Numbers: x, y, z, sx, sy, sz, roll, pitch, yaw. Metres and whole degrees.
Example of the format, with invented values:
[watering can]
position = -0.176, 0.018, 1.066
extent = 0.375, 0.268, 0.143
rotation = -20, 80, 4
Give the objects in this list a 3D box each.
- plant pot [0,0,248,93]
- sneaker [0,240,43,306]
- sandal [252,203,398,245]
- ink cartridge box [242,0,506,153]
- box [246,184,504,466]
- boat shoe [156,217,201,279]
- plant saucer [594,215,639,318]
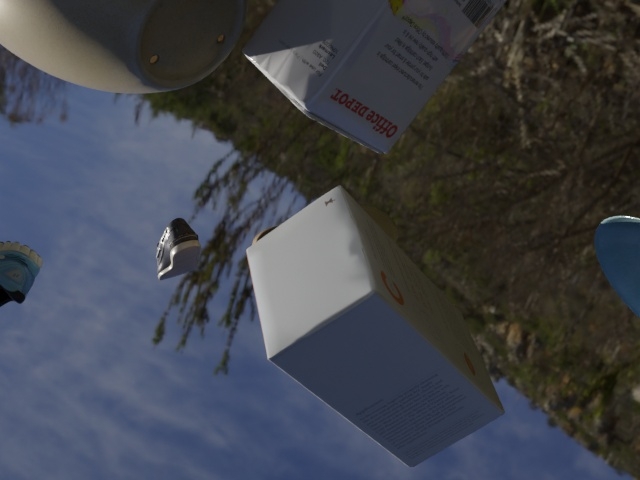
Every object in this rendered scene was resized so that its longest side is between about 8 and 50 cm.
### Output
[plant pot]
position = -0.181, -0.255, 0.871
extent = 0.284, 0.284, 0.191
rotation = -12, -131, -48
[sneaker]
position = -0.378, 0.049, 0.944
extent = 0.162, 0.063, 0.073
rotation = -10, -126, 15
[sandal]
position = -0.001, -0.007, 1.424
extent = 0.240, 0.088, 0.079
rotation = -10, -178, -21
[ink cartridge box]
position = 0.077, -0.251, 0.948
extent = 0.117, 0.278, 0.201
rotation = 44, -167, 27
[box]
position = 0.078, 0.127, 1.235
extent = 0.345, 0.168, 0.215
rotation = 44, -161, -38
[boat shoe]
position = -0.258, 0.017, 1.596
extent = 0.075, 0.206, 0.065
rotation = -18, -103, -22
[plant saucer]
position = 0.379, 0.041, 0.946
extent = 0.037, 0.195, 0.195
rotation = -38, -131, -13
